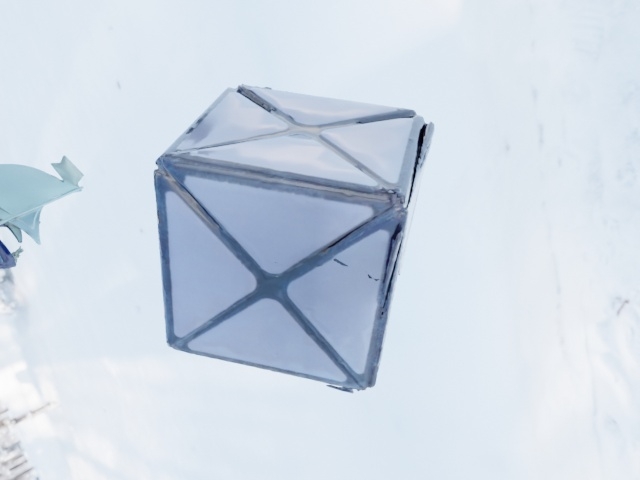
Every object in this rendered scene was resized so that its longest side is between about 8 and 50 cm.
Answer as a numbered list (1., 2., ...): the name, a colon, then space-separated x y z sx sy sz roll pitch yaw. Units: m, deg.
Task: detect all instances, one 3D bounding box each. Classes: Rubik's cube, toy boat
1. Rubik's cube: -0.026 -0.015 0.883 0.310 0.307 0.305 10 122 9
2. toy boat: -0.534 -0.051 1.095 0.070 0.291 0.210 -33 71 42
